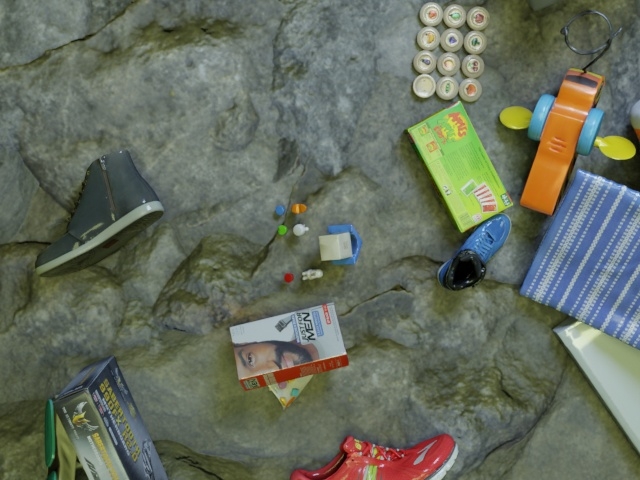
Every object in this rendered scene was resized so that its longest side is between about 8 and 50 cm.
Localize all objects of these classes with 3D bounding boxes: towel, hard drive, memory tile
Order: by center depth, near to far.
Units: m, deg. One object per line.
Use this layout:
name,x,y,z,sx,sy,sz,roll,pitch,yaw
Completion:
towel,0.485,0.063,1.208,0.336,0.040,0.243,27,128,14
memory tile,0.202,-0.292,1.279,0.113,0.012,0.148,5,96,-4
hard drive,0.547,0.212,1.340,0.203,0.040,0.307,-36,96,1

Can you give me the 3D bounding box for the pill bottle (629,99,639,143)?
pill bottle,0.638,-0.063,1.223,0.224,0.224,0.392,-26,96,0

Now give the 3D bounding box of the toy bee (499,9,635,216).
toy bee,0.392,-0.189,1.242,0.195,0.162,0.298,40,124,8

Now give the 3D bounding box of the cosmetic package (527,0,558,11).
cosmetic package,0.401,-0.452,1.166,0.224,0.224,0.138,-31,97,1

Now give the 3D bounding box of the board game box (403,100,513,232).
board game box,0.214,-0.114,1.283,0.092,0.043,0.181,-29,97,0

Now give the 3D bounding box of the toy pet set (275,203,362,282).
toy pet set,0.000,0.000,1.288,0.114,0.065,0.122,-4,94,32

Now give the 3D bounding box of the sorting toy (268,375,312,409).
sorting toy,-0.051,0.216,1.312,0.075,0.045,0.083,-39,97,-18

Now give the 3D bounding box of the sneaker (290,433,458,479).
sneaker,0.081,0.358,1.300,0.279,0.107,0.118,-22,92,-1

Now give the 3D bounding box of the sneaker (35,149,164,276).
sneaker,-0.352,-0.038,1.254,0.222,0.083,0.118,-31,78,7

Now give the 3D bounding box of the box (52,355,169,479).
box,-0.305,0.305,1.231,0.056,0.183,0.231,-22,96,0

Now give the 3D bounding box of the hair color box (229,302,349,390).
hair color box,-0.048,0.164,1.274,0.167,0.053,0.093,-15,59,-1

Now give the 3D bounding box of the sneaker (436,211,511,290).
sneaker,0.246,0.020,1.279,0.152,0.084,0.058,-44,97,2

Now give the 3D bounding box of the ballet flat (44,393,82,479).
ballet flat,-0.377,0.348,1.236,0.086,0.086,0.248,-3,58,-3
